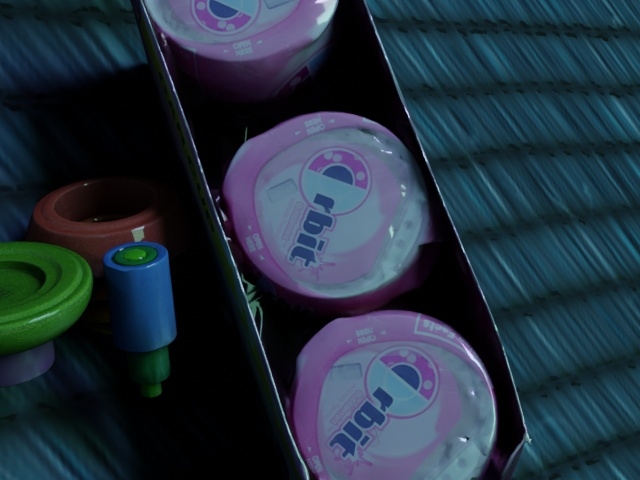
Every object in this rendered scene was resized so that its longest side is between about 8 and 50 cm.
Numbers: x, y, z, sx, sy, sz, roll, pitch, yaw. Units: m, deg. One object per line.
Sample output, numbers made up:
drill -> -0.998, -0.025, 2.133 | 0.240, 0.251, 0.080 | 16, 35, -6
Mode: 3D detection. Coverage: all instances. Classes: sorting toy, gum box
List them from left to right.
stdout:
sorting toy -> -0.066, 0.019, 0.505 | 0.102, 0.061, 0.042 | -39, 132, -50
gum box -> 0.000, 0.000, 0.543 | 0.107, 0.062, 0.188 | 88, -17, -73
